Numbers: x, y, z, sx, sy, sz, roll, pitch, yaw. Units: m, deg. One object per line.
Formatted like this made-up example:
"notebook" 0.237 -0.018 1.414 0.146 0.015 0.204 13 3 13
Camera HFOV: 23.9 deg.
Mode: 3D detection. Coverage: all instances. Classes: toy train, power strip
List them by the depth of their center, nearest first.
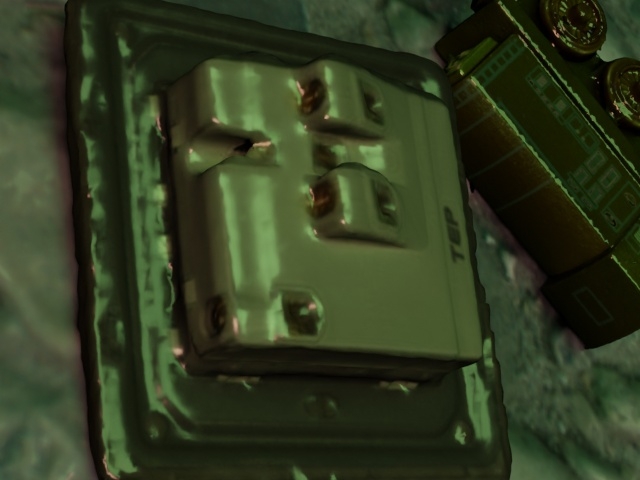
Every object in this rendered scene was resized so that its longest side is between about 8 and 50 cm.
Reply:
"power strip" 0.002 0.000 0.759 0.251 0.092 0.257 9 66 -44
"toy train" 0.154 -0.055 0.934 0.225 0.090 0.137 49 55 -5
